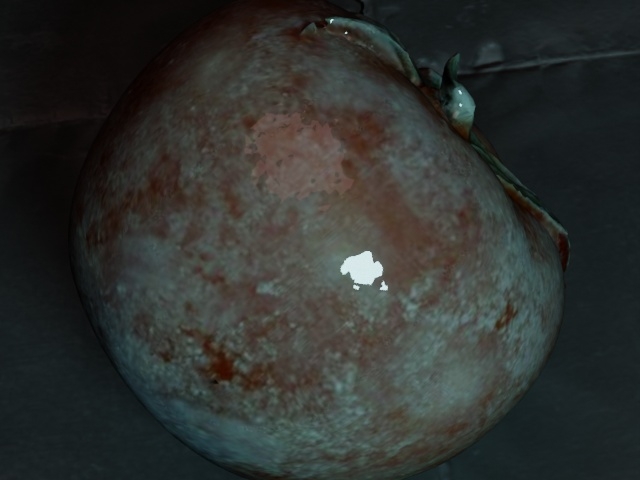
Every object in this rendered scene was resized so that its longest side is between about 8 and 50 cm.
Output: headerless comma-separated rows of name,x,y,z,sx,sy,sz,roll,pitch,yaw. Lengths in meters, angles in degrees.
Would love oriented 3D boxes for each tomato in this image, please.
tomato,0.000,0.000,1.197,0.282,0.317,0.316,-41,54,9
